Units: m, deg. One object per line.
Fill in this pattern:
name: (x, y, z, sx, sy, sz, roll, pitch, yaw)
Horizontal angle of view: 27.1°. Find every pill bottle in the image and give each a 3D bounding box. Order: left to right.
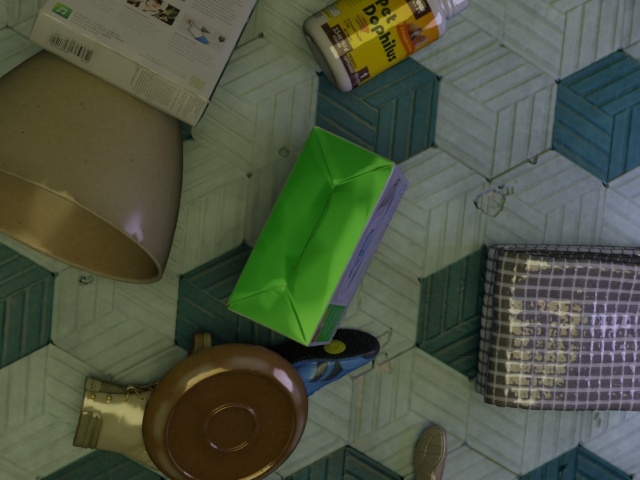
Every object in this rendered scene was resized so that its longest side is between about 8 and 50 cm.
pill bottle: (0.092, -0.303, 1.833, 0.215, 0.117, 0.117, -31, 98, -4)

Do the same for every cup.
cup: (-0.309, -0.122, 1.725, 0.331, 0.331, 0.237, 26, 71, -9)

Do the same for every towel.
towel: (0.374, 0.126, 1.906, 0.283, 0.121, 0.235, 2, 96, -7)

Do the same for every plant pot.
plant pot: (-0.126, 0.253, 1.830, 0.236, 0.032, 0.236, -7, 115, -15)

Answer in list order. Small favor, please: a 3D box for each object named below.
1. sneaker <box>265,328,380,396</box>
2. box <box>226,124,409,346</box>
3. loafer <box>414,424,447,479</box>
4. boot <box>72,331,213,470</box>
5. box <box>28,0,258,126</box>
sneaker: (-0.015, 0.186, 1.898, 0.209, 0.069, 0.082, -14, 126, -13)
box: (0.000, 0.000, 1.782, 0.126, 0.231, 0.262, 26, 89, 10)
loafer: (0.162, 0.330, 1.944, 0.045, 0.039, 0.125, 10, 91, 25)
boot: (-0.247, 0.211, 1.856, 0.165, 0.077, 0.213, 18, 100, -8)
box: (-0.210, -0.306, 1.719, 0.232, 0.322, 0.058, 28, 133, -8)
